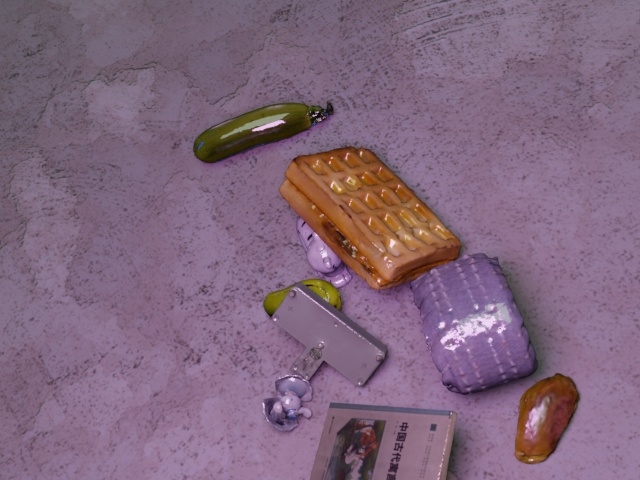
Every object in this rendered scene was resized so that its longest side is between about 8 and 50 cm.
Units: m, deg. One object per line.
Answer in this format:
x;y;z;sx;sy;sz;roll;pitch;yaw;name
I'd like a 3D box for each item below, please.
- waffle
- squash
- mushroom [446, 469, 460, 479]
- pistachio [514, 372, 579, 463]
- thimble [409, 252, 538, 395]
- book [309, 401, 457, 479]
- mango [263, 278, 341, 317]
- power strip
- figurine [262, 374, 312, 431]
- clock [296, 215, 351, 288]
0.095;-0.048;1.542;0.224;0.098;0.328;-18;54;-39;waffle
-0.130;-0.250;1.764;0.331;0.087;0.087;-16;61;5;squash
0.218;0.445;1.332;0.223;0.081;0.092;33;58;24;mushroom
0.383;0.302;1.375;0.089;0.049;0.173;26;73;25;pistachio
0.266;0.146;1.394;0.172;0.205;0.236;-17;62;7;thimble
0.095;0.384;1.354;0.282;0.025;0.215;-9;57;43;book
-0.035;0.123;1.562;0.165;0.074;0.091;-5;59;27;mango
0.001;0.198;1.485;0.215;0.061;0.145;36;110;7;power strip
-0.058;0.306;1.475;0.082;0.094;0.086;-43;20;34;figurine
0.001;0.000;1.586;0.080;0.117;0.176;-23;60;3;clock
